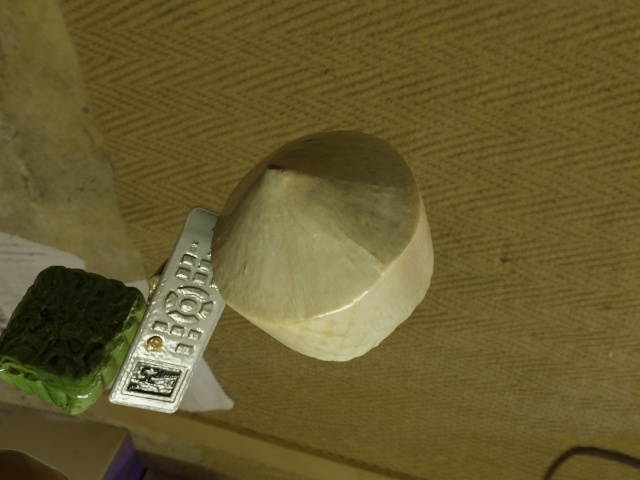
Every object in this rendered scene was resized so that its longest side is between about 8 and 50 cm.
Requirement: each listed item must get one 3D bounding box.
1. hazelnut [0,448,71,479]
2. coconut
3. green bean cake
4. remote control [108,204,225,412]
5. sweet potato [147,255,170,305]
[{"bbox_3d":[-0.668,0.619,1.282,0.366,0.365,0.365,9,131,11],"label":"hazelnut"},{"bbox_3d":[0.000,0.000,0.814,0.329,0.328,0.328,9,131,11],"label":"coconut"},{"bbox_3d":[-0.460,0.181,1.136,0.222,0.248,0.125,16,148,6],"label":"green bean cake"},{"bbox_3d":[-0.209,0.103,0.913,0.109,0.055,0.313,22,95,-33],"label":"remote control"},{"bbox_3d":[-0.321,0.068,1.630,0.158,0.369,0.157,24,147,17],"label":"sweet potato"}]
